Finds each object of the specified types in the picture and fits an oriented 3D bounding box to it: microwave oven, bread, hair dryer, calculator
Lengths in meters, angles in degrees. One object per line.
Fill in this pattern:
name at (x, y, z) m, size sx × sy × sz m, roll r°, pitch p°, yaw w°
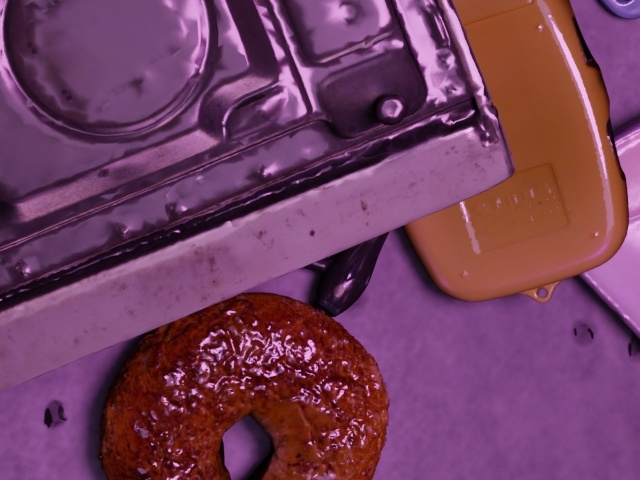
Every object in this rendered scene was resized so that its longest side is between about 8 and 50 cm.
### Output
microwave oven at (-0.134, -0.109, 1.090) m, size 0.394 × 0.247 × 0.333 m, roll -22°, pitch 99°, yaw -1°
bread at (-0.047, 0.121, 1.246) m, size 0.193 × 0.064 × 0.193 m, roll -2°, pitch 98°, yaw -13°
hair dryer at (0.000, 0.000, 1.268) m, size 0.083 × 0.031 × 0.079 m, roll 31°, pitch 76°, yaw -5°
calculator at (0.111, -0.071, 1.255) m, size 0.157 × 0.033 × 0.236 m, roll -18°, pitch 94°, yaw 9°

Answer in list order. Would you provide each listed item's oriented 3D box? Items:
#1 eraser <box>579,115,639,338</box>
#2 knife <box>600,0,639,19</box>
eraser at (0.286, -0.031, 1.306) m, size 0.243 × 0.059 × 0.204 m, roll -44°, pitch 99°, yaw -1°
knife at (0.125, -0.275, 1.282) m, size 0.044 × 0.019 × 0.313 m, roll -34°, pitch 98°, yaw -6°
